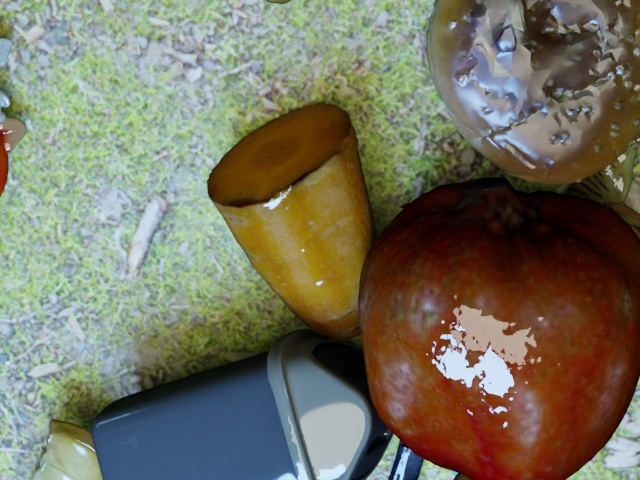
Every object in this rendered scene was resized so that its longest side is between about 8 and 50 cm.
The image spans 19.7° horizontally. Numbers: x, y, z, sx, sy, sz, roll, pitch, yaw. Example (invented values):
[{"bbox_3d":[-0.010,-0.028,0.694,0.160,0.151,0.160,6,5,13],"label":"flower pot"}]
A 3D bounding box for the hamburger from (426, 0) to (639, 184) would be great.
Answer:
[{"bbox_3d":[0.221,-0.197,1.758,0.243,0.146,0.286,-8,98,4],"label":"hamburger"}]

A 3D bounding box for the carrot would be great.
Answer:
[{"bbox_3d":[0.000,0.000,1.852,0.159,0.159,0.225,-22,114,11],"label":"carrot"}]

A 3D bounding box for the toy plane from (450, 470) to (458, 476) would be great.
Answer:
[{"bbox_3d":[0.226,0.171,1.939,0.235,0.060,0.096,-38,115,11],"label":"toy plane"}]

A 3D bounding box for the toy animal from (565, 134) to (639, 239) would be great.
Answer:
[{"bbox_3d":[0.298,-0.060,1.847,0.099,0.057,0.241,26,109,11],"label":"toy animal"}]

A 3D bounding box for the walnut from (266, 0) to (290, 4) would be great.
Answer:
[{"bbox_3d":[-0.062,-0.334,1.694,0.224,0.257,0.257,-21,108,-17],"label":"walnut"}]

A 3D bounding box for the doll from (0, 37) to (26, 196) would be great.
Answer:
[{"bbox_3d":[-0.392,-0.102,1.876,0.183,0.085,0.217,2,100,2],"label":"doll"}]

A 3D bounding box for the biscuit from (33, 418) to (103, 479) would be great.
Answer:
[{"bbox_3d":[-0.265,0.326,1.994,0.154,0.045,0.299,29,125,3],"label":"biscuit"}]

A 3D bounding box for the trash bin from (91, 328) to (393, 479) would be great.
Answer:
[{"bbox_3d":[-0.067,0.198,1.884,0.290,0.209,0.182,-16,90,15],"label":"trash bin"}]

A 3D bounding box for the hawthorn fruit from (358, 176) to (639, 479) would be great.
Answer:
[{"bbox_3d":[0.180,0.089,1.763,0.295,0.295,0.311,-18,91,10],"label":"hawthorn fruit"}]

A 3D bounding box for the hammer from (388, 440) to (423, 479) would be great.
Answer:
[{"bbox_3d":[0.091,0.229,1.975,0.137,0.037,0.290,12,110,-2],"label":"hammer"}]
